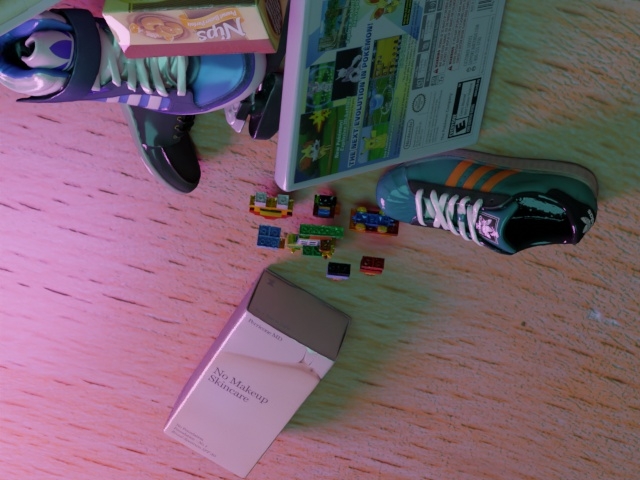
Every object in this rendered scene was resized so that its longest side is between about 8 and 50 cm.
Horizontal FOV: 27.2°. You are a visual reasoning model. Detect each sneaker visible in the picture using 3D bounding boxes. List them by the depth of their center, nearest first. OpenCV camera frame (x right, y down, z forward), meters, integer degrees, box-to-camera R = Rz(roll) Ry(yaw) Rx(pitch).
[{"bbox_3d":[-0.256,-0.221,1.644,0.322,0.236,0.130,7,100,20],"label":"sneaker"},{"bbox_3d":[0.214,-0.047,1.758,0.302,0.121,0.108,1,124,15],"label":"sneaker"},{"bbox_3d":[-0.195,-0.167,1.814,0.118,0.083,0.222,-13,118,26],"label":"sneaker"}]

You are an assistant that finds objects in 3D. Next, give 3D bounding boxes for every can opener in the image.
[{"bbox_3d":[-0.061,-0.257,1.735,0.093,0.074,0.280,1,134,-28],"label":"can opener"}]

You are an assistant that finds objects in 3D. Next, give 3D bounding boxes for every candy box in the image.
[{"bbox_3d":[-0.120,-0.357,1.517,0.182,0.317,0.087,0,147,16],"label":"candy box"}]

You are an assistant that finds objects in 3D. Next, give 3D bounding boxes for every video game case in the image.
[{"bbox_3d":[0.091,-0.232,1.600,0.299,0.036,0.329,-16,132,-28],"label":"video game case"}]

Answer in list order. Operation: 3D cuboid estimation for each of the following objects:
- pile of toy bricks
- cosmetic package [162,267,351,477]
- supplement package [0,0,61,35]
[{"bbox_3d":[0.000,0.000,1.878,0.212,0.118,0.105,7,165,-1],"label":"pile of toy bricks"},{"bbox_3d":[-0.101,0.209,2.032,0.160,0.113,0.309,30,127,-5],"label":"cosmetic package"},{"bbox_3d":[-0.393,-0.374,1.582,0.262,0.198,0.199,-34,117,-15],"label":"supplement package"}]
